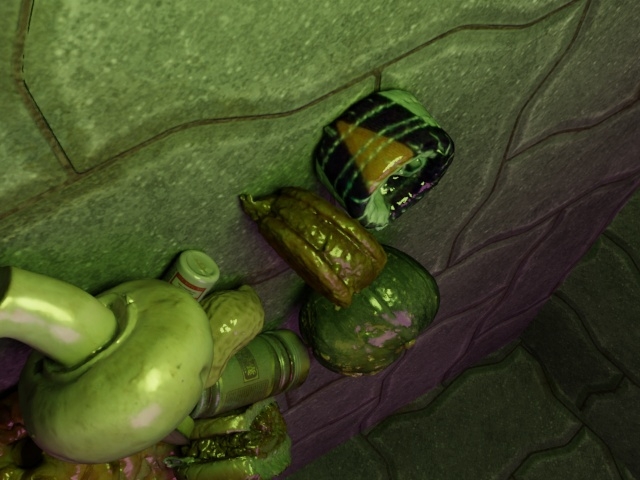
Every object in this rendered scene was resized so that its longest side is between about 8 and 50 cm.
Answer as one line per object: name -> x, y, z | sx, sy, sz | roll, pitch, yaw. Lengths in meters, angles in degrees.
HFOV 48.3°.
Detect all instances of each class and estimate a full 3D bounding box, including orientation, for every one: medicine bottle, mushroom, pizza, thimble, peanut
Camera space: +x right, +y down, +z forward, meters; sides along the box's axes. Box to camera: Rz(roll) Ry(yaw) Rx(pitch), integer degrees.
medicine bottle -> -0.186, 0.299, 1.619 | 0.322, 0.151, 0.151 | -6, 142, -48
mushroom -> -0.338, 0.199, 1.078 | 0.356, 0.315, 0.315 | -8, 144, -44
medicine bottle -> -0.245, 0.087, 1.254 | 0.079, 0.079, 0.140 | 0, 137, -53
pizza -> -0.446, 0.639, 1.697 | 0.435, 0.080, 0.391 | 14, 82, -57
thimble -> 0.109, -0.133, 1.237 | 0.237, 0.150, 0.237 | -30, 157, -15
peanut -> -0.229, 0.199, 1.364 | 0.291, 0.143, 0.159 | -32, 132, -38

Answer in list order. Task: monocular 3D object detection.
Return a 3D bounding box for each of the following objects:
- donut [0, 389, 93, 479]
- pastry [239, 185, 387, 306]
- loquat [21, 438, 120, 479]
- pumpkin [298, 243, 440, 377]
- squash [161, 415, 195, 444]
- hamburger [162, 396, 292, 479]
donut -> -0.514, 0.377, 1.271 | 0.227, 0.226, 0.114 | -33, 167, -6
pastry -> 0.000, 0.000, 1.243 | 0.132, 0.235, 0.240 | -44, 151, -9
loquat -> -0.520, 0.469, 1.413 | 0.238, 0.193, 0.238 | -2, 125, -3
pumpkin -> 0.101, 0.161, 1.620 | 0.327, 0.257, 0.291 | -48, 166, 10
squash -> -0.373, 0.369, 1.491 | 0.219, 0.219, 0.041 | 96, 10, -59
hamburger -> -0.228, 0.481, 1.728 | 0.277, 0.195, 0.318 | -11, 176, 17
